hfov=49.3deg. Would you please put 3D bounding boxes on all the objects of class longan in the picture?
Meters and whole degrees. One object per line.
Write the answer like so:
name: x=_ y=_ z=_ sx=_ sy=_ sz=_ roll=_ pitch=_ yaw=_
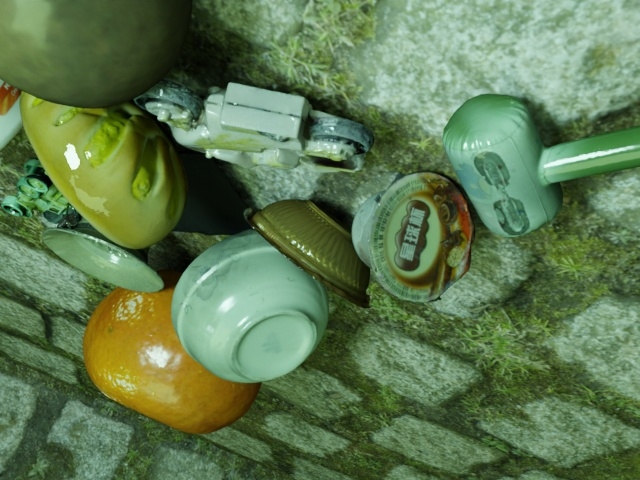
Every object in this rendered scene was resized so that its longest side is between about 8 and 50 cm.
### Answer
longan: x=-0.293 y=-0.294 z=0.817 sx=0.297 sy=0.297 sz=0.297 roll=15 pitch=148 yaw=10

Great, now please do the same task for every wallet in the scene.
wallet: x=-0.278 y=-0.086 z=1.336 sx=0.322 sy=0.041 sz=0.247 roll=2 pitch=146 yaw=30
wallet: x=-0.570 y=-0.070 z=1.537 sx=0.088 sy=0.026 sz=0.129 roll=23 pitch=141 yaw=-4

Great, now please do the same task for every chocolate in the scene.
chocolate: x=0.132 y=-0.013 z=1.108 sx=0.221 sy=0.221 sz=0.147 roll=37 pitch=172 yaw=-24

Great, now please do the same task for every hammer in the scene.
hammer: x=0.335 y=-0.113 z=0.874 sx=0.335 sy=0.119 sz=0.206 roll=-10 pitch=138 yaw=30

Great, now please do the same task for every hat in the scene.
hat: x=-0.408 y=-0.008 z=1.396 sx=0.257 sy=0.130 sz=0.257 roll=16 pitch=155 yaw=8

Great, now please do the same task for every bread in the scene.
bread: x=-0.310 y=-0.142 z=1.052 sx=0.160 sy=0.333 sz=0.333 roll=-34 pitch=132 yaw=1

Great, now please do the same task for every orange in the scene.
orange: x=-0.325 y=0.247 z=1.597 sx=0.423 sy=0.326 sz=0.424 roll=23 pitch=165 yaw=7

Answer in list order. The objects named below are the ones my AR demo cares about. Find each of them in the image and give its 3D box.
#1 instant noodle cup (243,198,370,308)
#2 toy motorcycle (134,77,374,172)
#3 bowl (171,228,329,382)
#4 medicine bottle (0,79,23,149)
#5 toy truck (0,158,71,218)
instant noodle cup: x=0.000 y=0.000 z=1.195 sx=0.274 sy=0.091 sz=0.274 roll=37 pitch=-174 yaw=-4
toy motorcycle: x=-0.095 y=-0.160 z=1.024 sx=0.340 sy=0.108 sz=0.223 roll=11 pitch=171 yaw=-4
bowl: x=-0.114 y=0.150 z=1.322 sx=0.307 sy=0.307 sz=0.163 roll=54 pitch=178 yaw=-41
medicine bottle: x=-0.610 y=-0.250 z=1.081 sx=0.252 sy=0.253 sz=0.241 roll=-2 pitch=142 yaw=33
toy truck: x=-0.517 y=-0.108 z=1.365 sx=0.135 sy=0.128 sz=0.259 roll=35 pitch=147 yaw=-28
